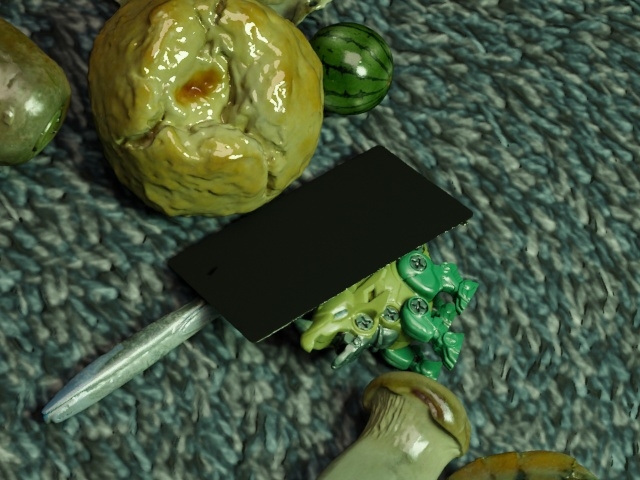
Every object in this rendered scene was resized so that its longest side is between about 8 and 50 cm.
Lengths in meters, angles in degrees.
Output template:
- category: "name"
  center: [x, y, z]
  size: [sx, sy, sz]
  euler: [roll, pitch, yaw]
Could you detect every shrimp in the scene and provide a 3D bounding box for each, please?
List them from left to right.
- category: "shrimp"
  center: [0.196, 0.310, 1.565]
  size: [0.198, 0.051, 0.262]
  euler: [-19, 59, 21]

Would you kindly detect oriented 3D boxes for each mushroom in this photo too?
- category: "mushroom"
  center: [0.033, 0.272, 1.574]
  size: [0.159, 0.122, 0.329]
  euler: [51, 57, -29]

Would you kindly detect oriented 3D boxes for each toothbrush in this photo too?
- category: "toothbrush"
  center: [-0.101, 0.058, 1.671]
  size: [0.413, 0.042, 0.035]
  euler: [-35, 119, -26]

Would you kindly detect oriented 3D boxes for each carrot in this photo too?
- category: "carrot"
  center: [-0.386, -0.178, 1.660]
  size: [0.302, 0.139, 0.139]
  euler: [23, 61, -3]

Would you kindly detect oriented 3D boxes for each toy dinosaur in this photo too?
- category: "toy dinosaur"
  center: [0.083, 0.042, 1.707]
  size: [0.153, 0.094, 0.259]
  euler: [33, 52, -1]

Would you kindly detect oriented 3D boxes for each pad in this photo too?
- category: "pad"
  center: [0.000, 0.000, 1.689]
  size: [0.265, 0.009, 0.159]
  euler: [-29, 45, -21]

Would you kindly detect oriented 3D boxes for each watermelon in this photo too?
- category: "watermelon"
  center: [0.023, -0.179, 1.787]
  size: [0.109, 0.109, 0.109]
  euler: [6, 63, -12]

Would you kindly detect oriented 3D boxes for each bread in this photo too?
- category: "bread"
  center: [-0.104, -0.139, 1.683]
  size: [0.244, 0.134, 0.244]
  euler: [1, 88, -15]

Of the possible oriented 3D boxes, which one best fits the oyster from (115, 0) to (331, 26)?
- category: "oyster"
  center: [-0.072, -0.338, 1.822]
  size: [0.351, 0.115, 0.238]
  euler: [-26, 74, -3]
